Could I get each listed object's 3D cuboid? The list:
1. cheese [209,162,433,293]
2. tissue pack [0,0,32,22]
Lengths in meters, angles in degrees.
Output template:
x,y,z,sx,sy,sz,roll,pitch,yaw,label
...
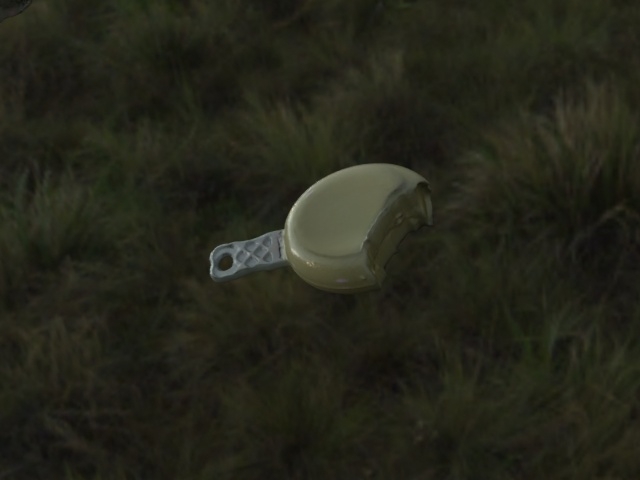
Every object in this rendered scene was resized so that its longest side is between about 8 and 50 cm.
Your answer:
x,y,z,sx,sy,sz,roll,pitch,yaw,label
-0.002,-0.016,1.368,0.249,0.071,0.163,3,57,26,cheese
-0.391,-0.316,1.058,0.256,0.215,0.123,35,62,19,tissue pack
